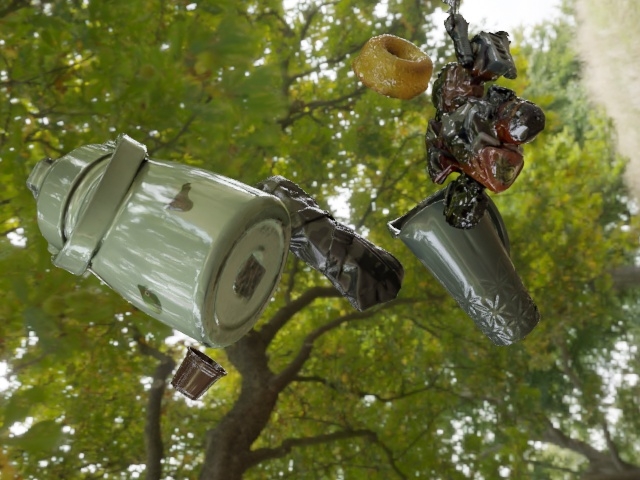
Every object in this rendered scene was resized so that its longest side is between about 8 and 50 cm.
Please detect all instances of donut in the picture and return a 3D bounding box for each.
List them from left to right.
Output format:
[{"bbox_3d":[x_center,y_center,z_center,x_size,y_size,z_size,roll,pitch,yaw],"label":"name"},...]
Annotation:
[{"bbox_3d":[0.167,-0.386,1.468,0.190,0.174,0.075,-16,-39,-36],"label":"donut"}]

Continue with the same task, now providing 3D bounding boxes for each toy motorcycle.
[{"bbox_3d":[0.239,-0.228,1.026,0.134,0.207,0.401,9,-113,-25],"label":"toy motorcycle"}]

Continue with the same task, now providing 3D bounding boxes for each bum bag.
[{"bbox_3d":[0.000,0.000,1.210,0.144,0.340,0.095,-41,-16,-45],"label":"bum bag"}]

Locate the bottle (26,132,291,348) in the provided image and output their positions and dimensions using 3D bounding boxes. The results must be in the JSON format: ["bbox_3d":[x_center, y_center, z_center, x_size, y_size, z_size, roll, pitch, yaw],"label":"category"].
[{"bbox_3d":[-0.235,-0.024,0.894,0.229,0.351,0.229,-51,-25,-35],"label":"bottle"}]

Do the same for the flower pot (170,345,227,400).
[{"bbox_3d":[-0.273,0.299,1.474,0.089,0.111,0.111,-55,-40,-7],"label":"flower pot"}]

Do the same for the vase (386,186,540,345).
[{"bbox_3d":[0.274,0.035,1.197,0.301,0.156,0.251,54,-127,-10],"label":"vase"}]
